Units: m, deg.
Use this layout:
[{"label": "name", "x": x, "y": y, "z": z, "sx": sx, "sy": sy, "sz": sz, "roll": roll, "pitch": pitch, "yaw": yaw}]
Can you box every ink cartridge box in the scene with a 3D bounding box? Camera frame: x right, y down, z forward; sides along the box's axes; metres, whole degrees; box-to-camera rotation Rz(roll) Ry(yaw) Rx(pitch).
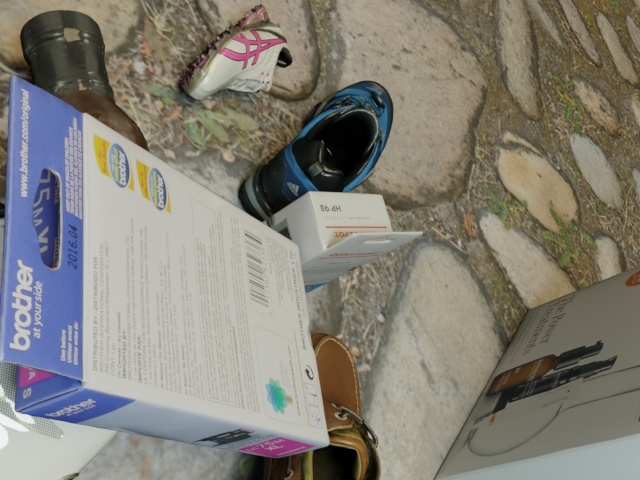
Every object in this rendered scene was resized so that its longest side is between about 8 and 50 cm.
[{"label": "ink cartridge box", "x": 0.000, "y": 0.000, "z": 0.706, "sx": 0.104, "sy": 0.180, "sz": 0.060, "roll": -1, "pitch": 69, "yaw": -44}, {"label": "ink cartridge box", "x": -0.104, "y": 0.041, "z": 0.497, "sx": 0.311, "sy": 0.065, "sz": 0.186, "roll": 37, "pitch": 37, "yaw": -54}]

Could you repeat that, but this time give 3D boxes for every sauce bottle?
[{"label": "sauce bottle", "x": -0.185, "y": -0.029, "z": 0.598, "sx": 0.111, "sy": 0.111, "sz": 0.344, "roll": 0, "pitch": 69, "yaw": -43}]

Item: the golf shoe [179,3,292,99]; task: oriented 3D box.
[{"label": "golf shoe", "x": -0.088, "y": -0.204, "z": 0.817, "sx": 0.086, "sy": 0.067, "sz": 0.186, "roll": 49, "pitch": 43, "yaw": -14}]

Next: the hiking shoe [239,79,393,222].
[{"label": "hiking shoe", "x": 0.036, "y": -0.113, "z": 0.836, "sx": 0.113, "sy": 0.132, "sz": 0.304, "roll": 48, "pitch": 44, "yaw": -12}]

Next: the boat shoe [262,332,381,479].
[{"label": "boat shoe", "x": 0.009, "y": 0.198, "z": 0.637, "sx": 0.110, "sy": 0.104, "sz": 0.307, "roll": 37, "pitch": 36, "yaw": -23}]

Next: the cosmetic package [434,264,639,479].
[{"label": "cosmetic package", "x": 0.334, "y": 0.168, "z": 0.855, "sx": 0.097, "sy": 0.284, "sz": 0.377, "roll": 55, "pitch": 42, "yaw": -6}]

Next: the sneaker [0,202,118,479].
[{"label": "sneaker", "x": -0.244, "y": 0.017, "z": 0.480, "sx": 0.146, "sy": 0.122, "sz": 0.330, "roll": -27, "pitch": 91, "yaw": -19}]
